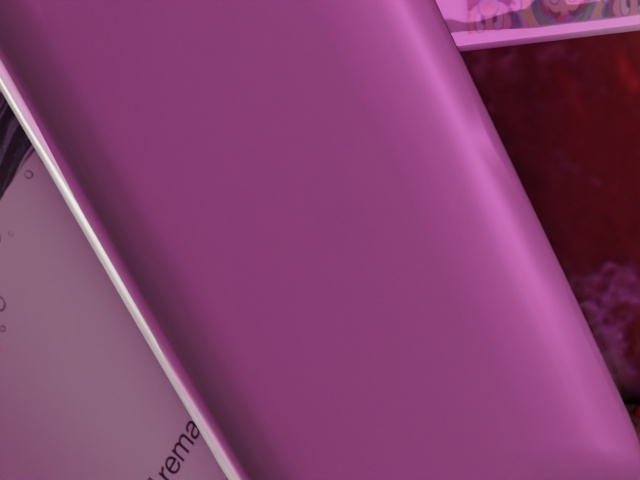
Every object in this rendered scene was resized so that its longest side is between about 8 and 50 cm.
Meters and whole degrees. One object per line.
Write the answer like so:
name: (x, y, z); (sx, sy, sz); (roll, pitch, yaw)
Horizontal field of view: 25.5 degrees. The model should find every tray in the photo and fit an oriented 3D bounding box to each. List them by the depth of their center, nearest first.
tray: (0.000, 0.000, 0.382); (0.030, 0.145, 0.270); (-11, 114, 44)

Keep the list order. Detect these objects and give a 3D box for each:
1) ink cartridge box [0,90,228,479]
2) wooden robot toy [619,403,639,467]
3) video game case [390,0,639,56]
ink cartridge box: (-0.113, 0.028, 0.363); (0.208, 0.153, 0.087); (45, 141, -20)
wooden robot toy: (0.170, 0.099, 0.473); (0.173, 0.076, 0.079); (44, 60, 14)
video game case: (0.093, -0.132, 0.407); (0.157, 0.019, 0.143); (-8, 112, -5)
